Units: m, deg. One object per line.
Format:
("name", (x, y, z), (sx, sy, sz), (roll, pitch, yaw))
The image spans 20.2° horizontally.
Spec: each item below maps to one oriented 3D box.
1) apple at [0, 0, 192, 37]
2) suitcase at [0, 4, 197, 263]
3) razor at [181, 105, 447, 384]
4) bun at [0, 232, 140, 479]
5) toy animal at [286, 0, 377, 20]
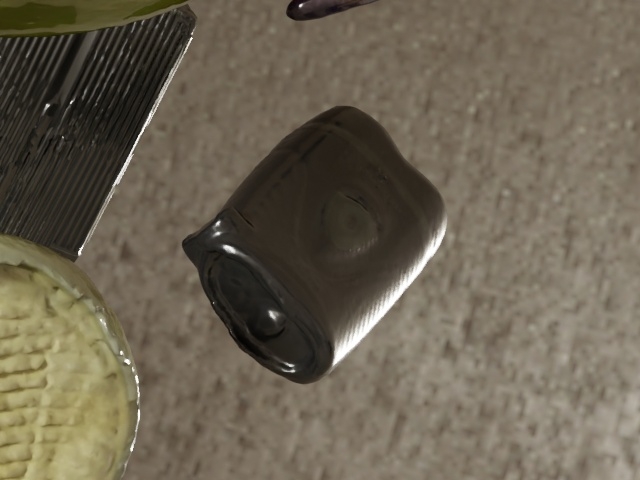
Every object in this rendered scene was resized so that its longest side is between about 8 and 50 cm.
("apple", (-0.192, -0.357, 1.192), (0.473, 0.473, 0.474), (-28, 125, -51))
("suitcase", (-0.298, -0.146, 1.877), (0.229, 0.152, 0.335), (22, 104, -26))
("razor", (-0.001, 0.000, 1.826), (0.204, 0.113, 0.349), (52, 37, -6))
("bun", (-0.342, 0.135, 1.514), (0.364, 0.202, 0.364), (-16, 124, -25))
("toy animal", (0.117, -0.218, 1.127), (0.195, 0.324, 0.090), (-7, 81, -22))
